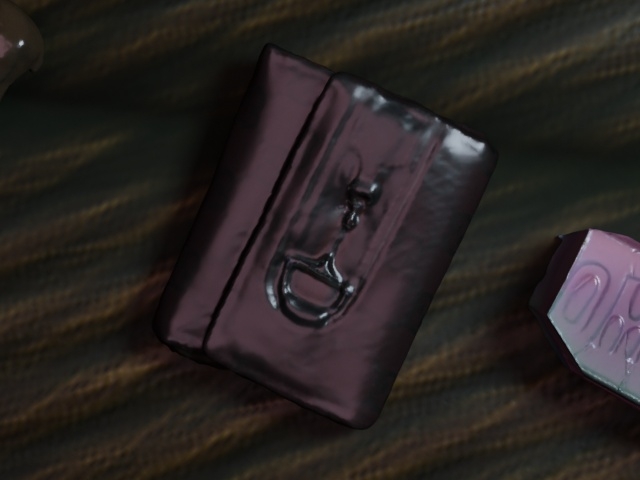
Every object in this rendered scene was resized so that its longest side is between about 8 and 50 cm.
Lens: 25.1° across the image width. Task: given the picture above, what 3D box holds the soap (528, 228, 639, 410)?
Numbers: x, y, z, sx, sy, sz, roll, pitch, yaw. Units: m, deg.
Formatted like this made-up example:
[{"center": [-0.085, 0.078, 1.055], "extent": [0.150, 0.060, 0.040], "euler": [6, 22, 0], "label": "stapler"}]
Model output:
[{"center": [0.216, 0.058, 0.982], "extent": [0.149, 0.056, 0.100], "euler": [30, 88, 3], "label": "soap"}]

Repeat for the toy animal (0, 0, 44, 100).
[{"center": [-0.283, -0.186, 1.008], "extent": [0.214, 0.094, 0.186], "euler": [33, 95, -4], "label": "toy animal"}]

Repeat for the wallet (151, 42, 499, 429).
[{"center": [0.000, 0.000, 1.001], "extent": [0.182, 0.049, 0.229], "euler": [24, 92, 1], "label": "wallet"}]
